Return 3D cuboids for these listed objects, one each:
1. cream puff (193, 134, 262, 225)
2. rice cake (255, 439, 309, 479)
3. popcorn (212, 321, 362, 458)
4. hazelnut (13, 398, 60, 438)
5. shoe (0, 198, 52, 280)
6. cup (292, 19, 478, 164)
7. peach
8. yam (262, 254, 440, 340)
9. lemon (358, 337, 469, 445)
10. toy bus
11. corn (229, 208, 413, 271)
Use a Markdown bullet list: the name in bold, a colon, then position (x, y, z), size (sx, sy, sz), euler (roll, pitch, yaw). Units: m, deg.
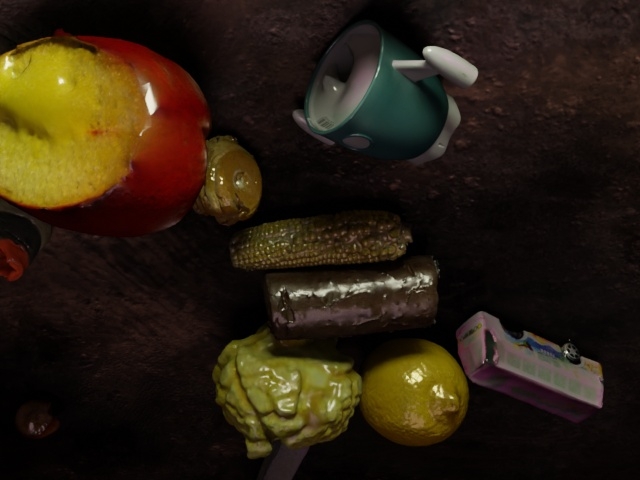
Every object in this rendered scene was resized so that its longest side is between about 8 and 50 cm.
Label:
- **cream puff**: position (-0.148, -0.085, 1.469), size (0.104, 0.119, 0.133), euler (-21, 103, 41)
- **rice cake**: position (-0.088, 0.469, 2.003), size (0.072, 0.056, 0.365), euler (11, 131, -10)
- **popcorn**: position (-0.060, 0.249, 1.679), size (0.256, 0.255, 0.195), euler (11, 146, 6)
- **hazelnut**: position (-0.535, 0.337, 1.881), size (0.086, 0.086, 0.086), euler (0, 132, 0)
- **shoe**: position (-0.592, 0.008, 1.513), size (0.336, 0.171, 0.132), euler (7, 132, -7)
- **cup**: position (0.093, -0.185, 1.347), size (0.173, 0.167, 0.299), euler (24, 155, -32)
- **peach**: position (-0.316, -0.143, 1.319), size (0.338, 0.281, 0.281), euler (13, 131, -12)
- **yam**: position (0.050, 0.095, 1.600), size (0.279, 0.131, 0.131), euler (-6, 132, -3)
- **lemon**: position (0.156, 0.261, 1.720), size (0.187, 0.244, 0.187), euler (-5, 100, -31)
- **toy bus**: position (0.370, 0.222, 1.745), size (0.274, 0.112, 0.090), euler (23, 136, -19)
- **corn**: position (0.000, 0.000, 1.560), size (0.288, 0.086, 0.086), euler (-6, 132, 8)
